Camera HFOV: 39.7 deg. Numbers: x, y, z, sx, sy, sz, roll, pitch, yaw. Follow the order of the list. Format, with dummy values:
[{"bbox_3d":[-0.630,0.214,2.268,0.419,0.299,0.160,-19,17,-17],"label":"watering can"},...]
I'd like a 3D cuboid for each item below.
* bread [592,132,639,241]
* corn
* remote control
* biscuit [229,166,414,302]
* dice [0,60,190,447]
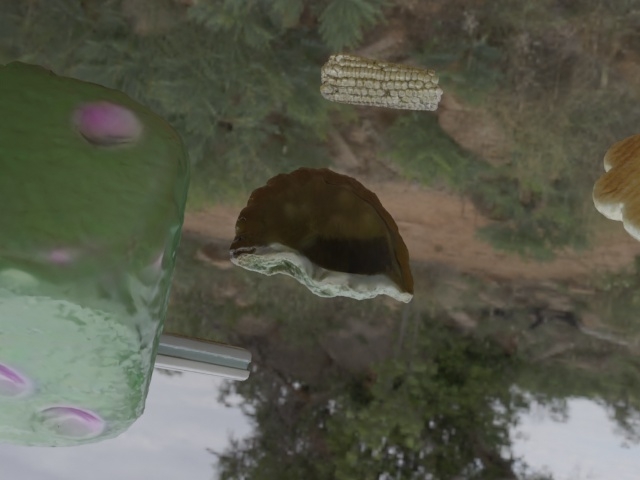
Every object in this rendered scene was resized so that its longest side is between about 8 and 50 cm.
[{"bbox_3d":[0.489,-0.089,1.087,0.316,0.316,0.054,1,127,45],"label":"bread"},{"bbox_3d":[0.103,-0.265,1.493,0.211,0.087,0.087,9,173,9],"label":"corn"},{"bbox_3d":[-0.232,0.164,1.328,0.103,0.055,0.277,0,166,38],"label":"remote control"},{"bbox_3d":[0.000,0.000,1.574,0.335,0.329,0.078,-17,149,-30],"label":"biscuit"},{"bbox_3d":[-0.329,0.023,0.989,0.330,0.318,0.322,12,135,-9],"label":"dice"}]
